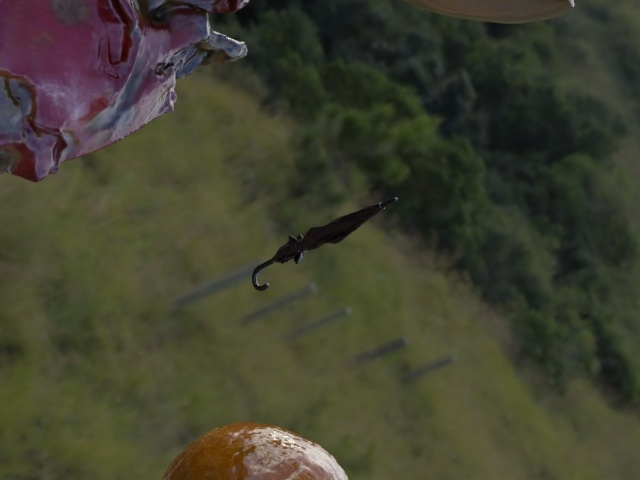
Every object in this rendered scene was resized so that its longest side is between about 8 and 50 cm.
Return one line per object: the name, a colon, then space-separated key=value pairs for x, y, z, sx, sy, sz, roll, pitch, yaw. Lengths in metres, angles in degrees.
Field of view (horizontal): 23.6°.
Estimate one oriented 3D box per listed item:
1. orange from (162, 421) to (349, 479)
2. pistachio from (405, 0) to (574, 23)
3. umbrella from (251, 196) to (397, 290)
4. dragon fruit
orange: x=-0.035 y=0.170 z=0.921 sx=0.117 sy=0.136 sz=0.135 roll=-60 pitch=138 yaw=-34
pistachio: x=0.125 y=-0.241 z=1.236 sx=0.215 sy=0.144 sz=0.144 roll=25 pitch=-17 yaw=30
umbrella: x=-0.001 y=-0.003 z=0.899 sx=0.013 sy=0.122 sz=0.022 roll=11 pitch=56 yaw=-46
dragon fruit: x=-0.137 y=-0.165 z=0.923 sx=0.134 sy=0.212 sz=0.262 roll=-63 pitch=-145 yaw=38
